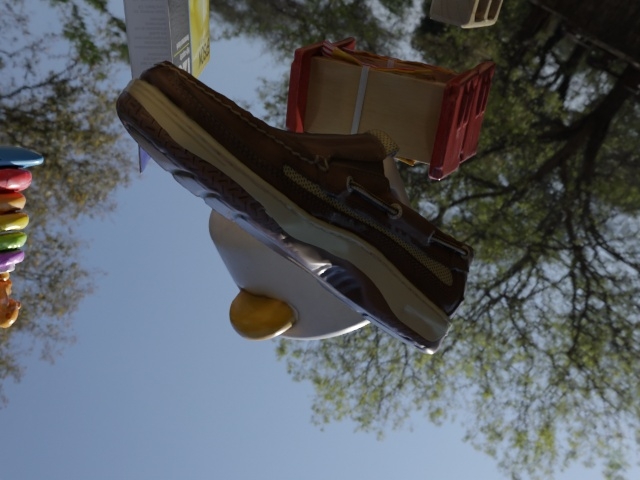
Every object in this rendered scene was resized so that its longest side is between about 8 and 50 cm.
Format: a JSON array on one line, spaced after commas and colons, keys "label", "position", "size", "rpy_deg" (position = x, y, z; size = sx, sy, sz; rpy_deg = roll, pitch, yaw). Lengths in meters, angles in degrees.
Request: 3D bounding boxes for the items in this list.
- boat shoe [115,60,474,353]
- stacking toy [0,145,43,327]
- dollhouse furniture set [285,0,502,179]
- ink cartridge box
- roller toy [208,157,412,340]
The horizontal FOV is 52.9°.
[{"label": "boat shoe", "position": [0.003, -0.031, 0.392], "size": [0.257, 0.095, 0.095], "rpy_deg": [39, 172, -34]}, {"label": "stacking toy", "position": [-0.560, 0.000, 1.089], "size": [0.165, 0.302, 0.175], "rpy_deg": [-4, -173, 37]}, {"label": "dollhouse furniture set", "position": [0.100, -0.272, 0.704], "size": [0.201, 0.374, 0.152], "rpy_deg": [20, -152, 22]}, {"label": "ink cartridge box", "position": [-0.207, -0.292, 0.914], "size": [0.072, 0.307, 0.303], "rpy_deg": [0, -151, -1]}, {"label": "roller toy", "position": [0.000, 0.000, 0.641], "size": [0.209, 0.191, 0.146], "rpy_deg": [-87, -24, -60]}]
